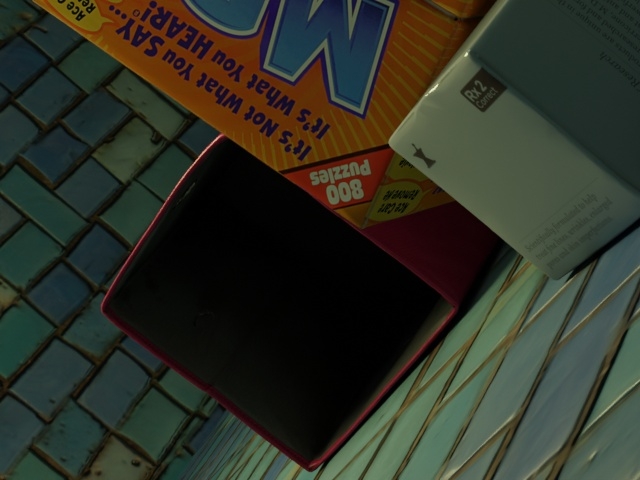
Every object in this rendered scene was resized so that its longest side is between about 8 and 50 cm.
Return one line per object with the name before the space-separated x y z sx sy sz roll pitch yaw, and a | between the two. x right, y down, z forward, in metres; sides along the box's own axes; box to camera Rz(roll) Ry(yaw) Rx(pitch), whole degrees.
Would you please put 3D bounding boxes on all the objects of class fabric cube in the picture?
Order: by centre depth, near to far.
fabric cube | 0.000 0.000 1.764 0.254 0.259 0.258 -52 1 36

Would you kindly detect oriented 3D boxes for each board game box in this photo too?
board game box | 0.059 -0.274 1.526 0.356 0.356 0.356 -16 -44 -56

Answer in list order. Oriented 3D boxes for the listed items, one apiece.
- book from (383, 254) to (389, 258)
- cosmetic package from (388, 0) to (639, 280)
book | 0.096 -0.026 1.925 0.144 0.035 0.096 -39 25 35
cosmetic package | 0.170 -0.104 1.241 0.183 0.151 0.151 -52 1 -26
